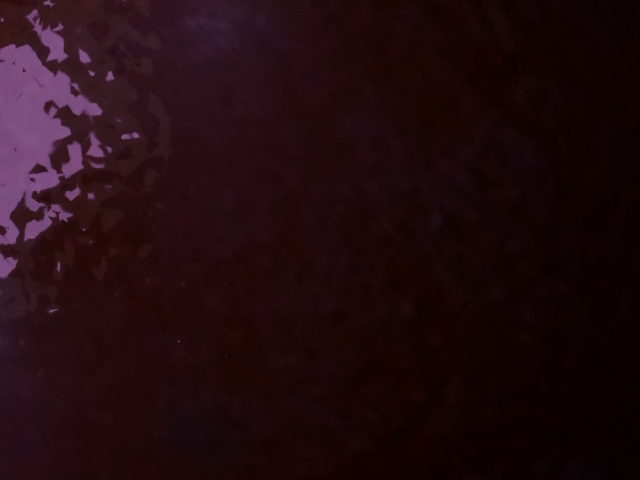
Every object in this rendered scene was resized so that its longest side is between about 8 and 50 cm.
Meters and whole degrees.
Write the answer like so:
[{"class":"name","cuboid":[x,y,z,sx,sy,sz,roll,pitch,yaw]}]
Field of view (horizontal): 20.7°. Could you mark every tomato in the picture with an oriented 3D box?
[{"class":"tomato","cuboid":[0.000,0.000,0.463,0.265,0.265,0.265,-30,55,55]}]
